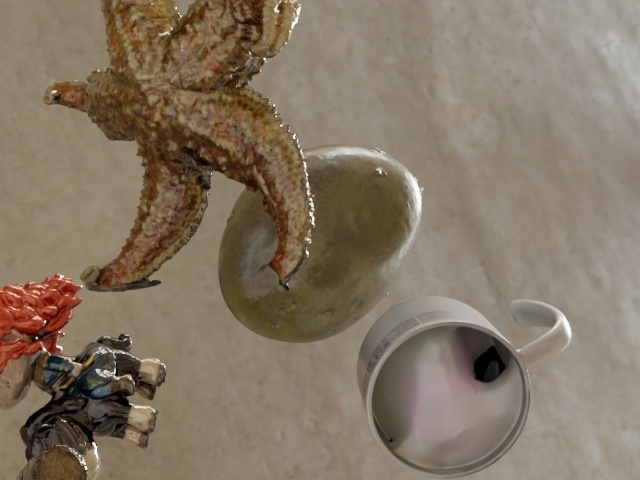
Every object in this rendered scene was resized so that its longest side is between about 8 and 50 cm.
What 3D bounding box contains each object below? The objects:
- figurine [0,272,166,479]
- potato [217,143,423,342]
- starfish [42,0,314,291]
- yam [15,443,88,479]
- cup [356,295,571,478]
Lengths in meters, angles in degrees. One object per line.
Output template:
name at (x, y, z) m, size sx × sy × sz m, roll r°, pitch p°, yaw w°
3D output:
figurine at (-0.456, 0.226, 2.038) m, size 0.412 × 0.241 × 0.306 m, roll 41°, pitch 68°, yaw -1°
potato at (0.000, 0.000, 1.263) m, size 0.160 × 0.235 × 0.177 m, roll 46°, pitch -19°, yaw 43°
starfish at (-0.132, -0.099, 1.002) m, size 0.113 × 0.312 × 0.303 m, roll -12°, pitch 116°, yaw -53°
yam at (-0.356, 0.317, 1.625) m, size 0.079 × 0.141 × 0.079 m, roll 10°, pitch 66°, yaw -23°
cup at (0.109, 0.099, 1.055) m, size 0.134 × 0.173 × 0.142 m, roll 34°, pitch 7°, yaw -10°
